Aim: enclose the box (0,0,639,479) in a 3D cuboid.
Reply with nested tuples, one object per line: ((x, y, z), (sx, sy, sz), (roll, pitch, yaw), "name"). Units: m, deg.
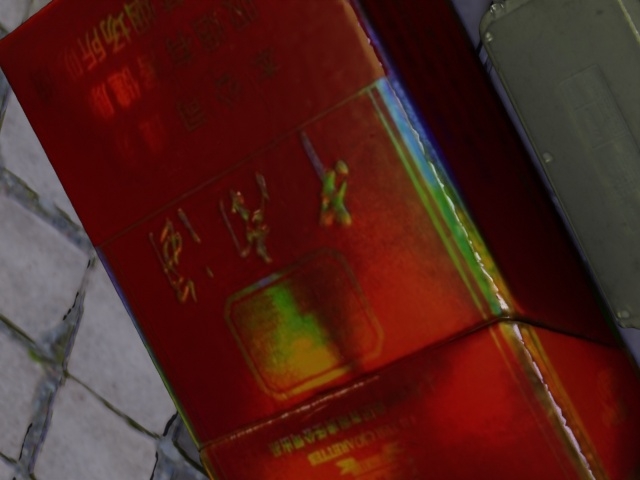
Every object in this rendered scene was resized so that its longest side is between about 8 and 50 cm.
((0.000, -0.001, 0.715), (0.197, 0.089, 0.313), (-27, 90, 35), "box")

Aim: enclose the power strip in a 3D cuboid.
((0.132, -0.035, 0.653), (0.076, 0.028, 0.169), (-26, 89, 36), "power strip")
